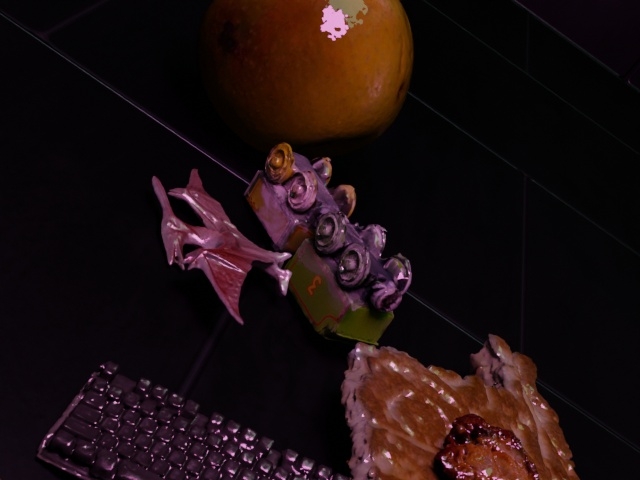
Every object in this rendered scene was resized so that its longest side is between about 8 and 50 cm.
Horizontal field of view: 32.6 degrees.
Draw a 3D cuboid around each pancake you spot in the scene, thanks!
[{"bbox_3d":[0.082,0.149,0.719,0.197,0.054,0.376,49,25,11],"label":"pancake"}]

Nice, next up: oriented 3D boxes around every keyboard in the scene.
[{"bbox_3d":[-0.029,0.134,0.565,0.231,0.023,0.072,25,36,5],"label":"keyboard"}]

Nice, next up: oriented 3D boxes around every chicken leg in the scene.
[{"bbox_3d":[0.101,0.155,0.635,0.062,0.037,0.145,8,37,-16],"label":"chicken leg"}]

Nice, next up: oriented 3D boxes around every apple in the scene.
[{"bbox_3d":[-0.009,-0.156,0.971,0.196,0.196,0.157,0,79,-52],"label":"apple"}]

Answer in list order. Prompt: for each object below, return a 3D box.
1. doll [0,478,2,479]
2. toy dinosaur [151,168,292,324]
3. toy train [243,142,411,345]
[{"bbox_3d":[-0.191,0.081,0.495,0.078,0.077,0.113,6,66,-32],"label":"doll"},{"bbox_3d":[-0.072,0.002,0.794,0.108,0.032,0.220,21,20,-23],"label":"toy dinosaur"},{"bbox_3d":[0.000,0.000,0.839,0.060,0.081,0.202,18,24,-36],"label":"toy train"}]
